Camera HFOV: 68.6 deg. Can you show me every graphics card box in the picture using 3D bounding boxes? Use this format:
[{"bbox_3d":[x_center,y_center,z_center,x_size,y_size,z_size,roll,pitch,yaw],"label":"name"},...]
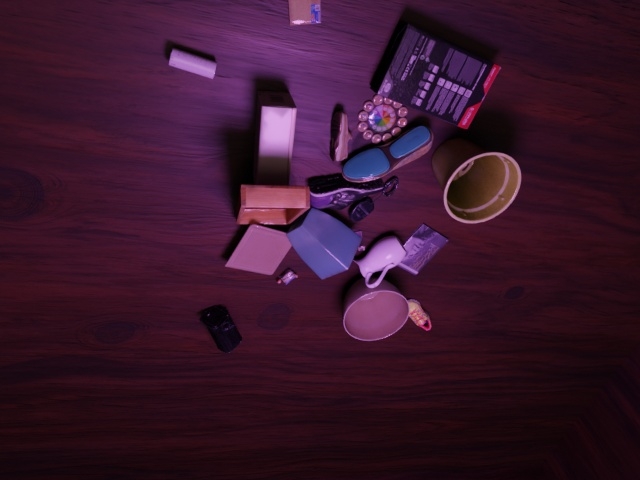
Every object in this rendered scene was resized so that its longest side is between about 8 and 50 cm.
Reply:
[{"bbox_3d":[0.378,-0.540,1.557,0.371,0.094,0.232,13,118,-22],"label":"graphics card box"}]

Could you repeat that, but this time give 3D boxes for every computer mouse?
[{"bbox_3d":[0.206,-0.162,1.827,0.242,0.041,0.071,-39,122,8],"label":"computer mouse"}]

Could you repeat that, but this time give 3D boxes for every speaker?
[{"bbox_3d":[-0.384,-0.535,1.418,0.136,0.055,0.055,12,121,-20],"label":"speaker"}]

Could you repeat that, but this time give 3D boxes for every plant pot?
[{"bbox_3d":[0.531,-0.243,1.703,0.277,0.253,0.275,-6,125,-9],"label":"plant pot"},{"bbox_3d":[0.219,0.264,2.028,0.285,0.190,0.283,-6,126,-8],"label":"plant pot"},{"bbox_3d":[0.000,0.000,1.786,0.234,0.165,0.166,41,142,-19],"label":"plant pot"}]

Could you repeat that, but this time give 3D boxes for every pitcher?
[{"bbox_3d":[0.253,0.088,1.920,0.207,0.177,0.125,-34,134,13],"label":"pitcher"}]

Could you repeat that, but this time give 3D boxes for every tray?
[{"bbox_3d":[-0.174,-0.114,1.574,0.203,0.411,0.076,-1,86,-12],"label":"tray"}]

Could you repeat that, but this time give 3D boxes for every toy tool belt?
[{"bbox_3d":[-0.138,0.161,1.964,0.083,0.052,0.051,-41,115,17],"label":"toy tool belt"}]

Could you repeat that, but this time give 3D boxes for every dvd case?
[{"bbox_3d":[0.424,0.042,2.024,0.165,0.018,0.221,28,115,-28],"label":"dvd case"}]

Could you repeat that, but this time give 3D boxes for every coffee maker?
[{"bbox_3d":[-0.412,0.391,1.991,0.120,0.171,0.178,-28,129,-13],"label":"coffee maker"}]

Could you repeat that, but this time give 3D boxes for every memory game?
[{"bbox_3d":[0.220,-0.427,1.654,0.187,0.012,0.186,-6,125,-8],"label":"memory game"}]

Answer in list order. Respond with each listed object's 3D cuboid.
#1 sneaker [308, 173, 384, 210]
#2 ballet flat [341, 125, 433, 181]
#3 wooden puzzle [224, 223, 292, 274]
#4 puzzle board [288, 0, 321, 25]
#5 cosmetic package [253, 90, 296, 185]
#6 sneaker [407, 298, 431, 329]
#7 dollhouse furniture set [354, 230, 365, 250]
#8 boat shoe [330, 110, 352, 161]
[{"bbox_3d":[0.096,-0.179,1.764,0.284,0.107,0.124,-6,140,-4],"label":"sneaker"},{"bbox_3d":[0.248,-0.296,1.700,0.349,0.123,0.123,-27,126,9],"label":"ballet flat"},{"bbox_3d":[-0.232,0.036,1.842,0.221,0.044,0.238,16,125,-39],"label":"wooden puzzle"},{"bbox_3d":[-0.048,-0.712,1.396,0.097,0.011,0.128,-8,126,-8],"label":"puzzle board"},{"bbox_3d":[-0.158,-0.319,1.557,0.113,0.160,0.309,-1,126,-13],"label":"cosmetic package"},{"bbox_3d":[0.458,0.351,2.202,0.081,0.094,0.209,-42,121,19],"label":"sneaker"},{"bbox_3d":[0.126,0.029,1.910,0.115,0.081,0.090,-13,126,-3],"label":"dollhouse furniture set"},{"bbox_3d":[0.078,-0.366,1.641,0.072,0.068,0.189,-12,137,-19],"label":"boat shoe"}]
